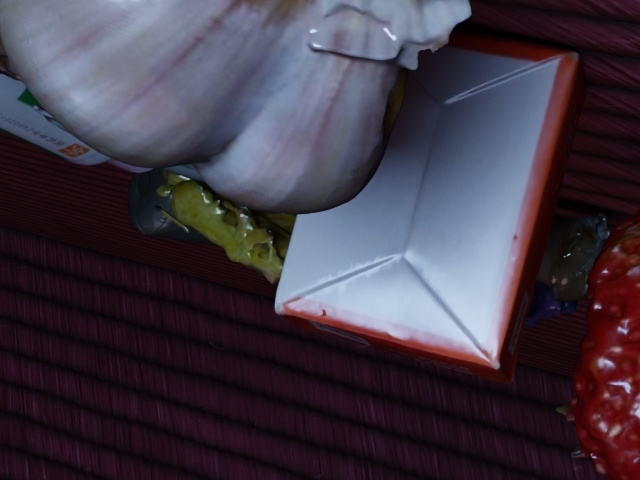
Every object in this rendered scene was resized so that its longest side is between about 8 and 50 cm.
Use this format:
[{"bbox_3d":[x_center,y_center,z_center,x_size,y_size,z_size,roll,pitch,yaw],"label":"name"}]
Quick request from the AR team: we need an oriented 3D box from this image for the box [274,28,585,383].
[{"bbox_3d":[0.063,-0.025,0.934,0.133,0.182,0.099,12,172,12],"label":"box"}]

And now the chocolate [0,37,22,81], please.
[{"bbox_3d":[-0.116,-0.121,0.959,0.214,0.093,0.148,16,175,11],"label":"chocolate"}]

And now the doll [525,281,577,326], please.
[{"bbox_3d":[0.217,0.062,1.814,0.110,0.067,0.206,-2,177,26],"label":"doll"}]

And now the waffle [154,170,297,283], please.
[{"bbox_3d":[0.001,-0.003,1.418,0.280,0.060,0.262,19,-160,-18],"label":"waffle"}]

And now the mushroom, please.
[{"bbox_3d":[0.125,-0.008,1.353,0.223,0.081,0.092,16,-176,2],"label":"mushroom"}]

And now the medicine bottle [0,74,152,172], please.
[{"bbox_3d":[-0.204,-0.117,1.218,0.095,0.095,0.260,13,171,34],"label":"medicine bottle"}]

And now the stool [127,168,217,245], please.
[{"bbox_3d":[-0.127,-0.044,1.651,0.110,0.096,0.096,15,175,-30],"label":"stool"}]

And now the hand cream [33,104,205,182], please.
[{"bbox_3d":[-0.044,-0.062,1.119,0.124,0.078,0.340,21,-172,25],"label":"hand cream"}]

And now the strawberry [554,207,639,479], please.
[{"bbox_3d":[0.287,0.076,1.011,0.257,0.257,0.277,21,147,-35],"label":"strawberry"}]

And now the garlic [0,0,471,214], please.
[{"bbox_3d":[-0.054,-0.104,0.650,0.214,0.160,0.191,17,169,-24],"label":"garlic"}]
